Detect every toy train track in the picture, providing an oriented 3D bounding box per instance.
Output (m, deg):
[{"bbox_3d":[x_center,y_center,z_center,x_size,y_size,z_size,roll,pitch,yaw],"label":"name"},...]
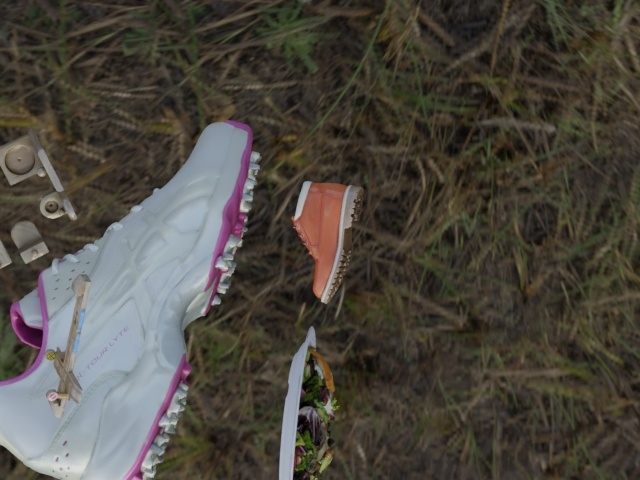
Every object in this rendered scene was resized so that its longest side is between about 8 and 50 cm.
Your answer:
[{"bbox_3d":[-0.139,0.058,0.627,0.014,0.048,0.083,4,112,-31],"label":"toy train track"}]

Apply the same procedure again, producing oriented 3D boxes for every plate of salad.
[{"bbox_3d":[-0.008,0.184,1.139,0.048,0.200,0.199,6,105,4],"label":"plate of salad"}]

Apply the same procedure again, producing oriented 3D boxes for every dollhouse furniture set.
[{"bbox_3d":[-0.387,-0.032,1.434,0.151,0.123,0.144,-27,114,-11],"label":"dollhouse furniture set"}]

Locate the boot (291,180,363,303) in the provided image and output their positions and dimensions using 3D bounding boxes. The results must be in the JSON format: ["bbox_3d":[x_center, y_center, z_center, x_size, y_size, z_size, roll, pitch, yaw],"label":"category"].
[{"bbox_3d":[0.000,0.000,1.486,0.085,0.059,0.157,12,100,11],"label":"boot"}]

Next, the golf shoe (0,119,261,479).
[{"bbox_3d":[-0.135,0.027,0.819,0.140,0.306,0.115,19,148,1],"label":"golf shoe"}]
